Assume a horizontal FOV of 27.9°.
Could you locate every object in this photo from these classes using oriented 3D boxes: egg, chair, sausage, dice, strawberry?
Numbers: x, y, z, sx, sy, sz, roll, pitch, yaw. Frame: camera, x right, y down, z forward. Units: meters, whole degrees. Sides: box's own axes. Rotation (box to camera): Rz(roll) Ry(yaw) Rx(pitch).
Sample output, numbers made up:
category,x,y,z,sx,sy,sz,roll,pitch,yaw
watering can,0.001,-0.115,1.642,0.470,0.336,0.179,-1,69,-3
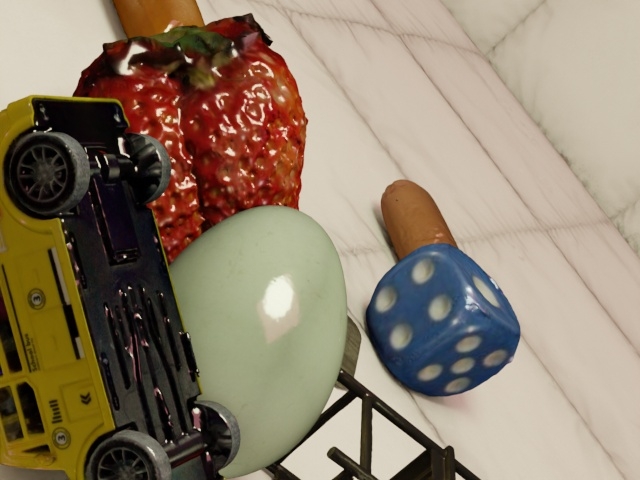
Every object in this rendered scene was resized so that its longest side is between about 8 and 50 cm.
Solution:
category,x,y,z,sx,sy,sz,roll,pitch,yaw
egg,-0.068,0.084,1.134,0.183,0.183,0.264,39,58,-24
chair,0.066,0.264,1.191,0.260,0.154,0.141,39,25,-17
sausage,-0.217,-0.317,1.648,0.105,0.105,0.274,21,35,-49
sausage,0.158,0.031,1.799,0.086,0.086,0.289,25,31,-44
dice,0.152,0.099,1.606,0.143,0.146,0.146,30,28,-42
strawberry,-0.128,-0.069,1.288,0.238,0.250,0.288,-166,-125,-76

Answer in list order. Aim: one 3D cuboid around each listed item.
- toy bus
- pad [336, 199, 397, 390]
category,x,y,z,sx,sy,sz,roll,pitch,yaw
toy bus,-0.180,0.063,0.977,0.145,0.151,0.331,-11,86,-69
pad,-0.015,0.011,1.555,0.250,0.055,0.323,44,41,-12
